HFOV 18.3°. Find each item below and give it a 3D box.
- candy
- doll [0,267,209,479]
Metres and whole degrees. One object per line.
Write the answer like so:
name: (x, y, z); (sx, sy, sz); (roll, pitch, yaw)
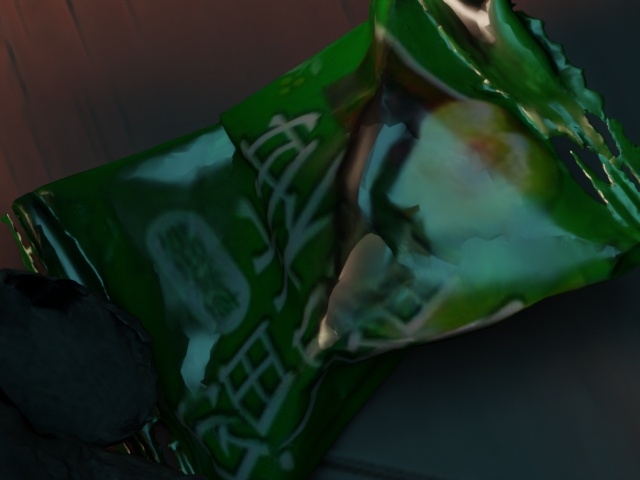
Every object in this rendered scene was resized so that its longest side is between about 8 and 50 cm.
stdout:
candy: (0.002, 0.002, 0.638); (0.203, 0.078, 0.141); (-35, 64, 18)
doll: (-0.117, 0.036, 0.524); (0.340, 0.246, 0.158); (30, 117, 14)
